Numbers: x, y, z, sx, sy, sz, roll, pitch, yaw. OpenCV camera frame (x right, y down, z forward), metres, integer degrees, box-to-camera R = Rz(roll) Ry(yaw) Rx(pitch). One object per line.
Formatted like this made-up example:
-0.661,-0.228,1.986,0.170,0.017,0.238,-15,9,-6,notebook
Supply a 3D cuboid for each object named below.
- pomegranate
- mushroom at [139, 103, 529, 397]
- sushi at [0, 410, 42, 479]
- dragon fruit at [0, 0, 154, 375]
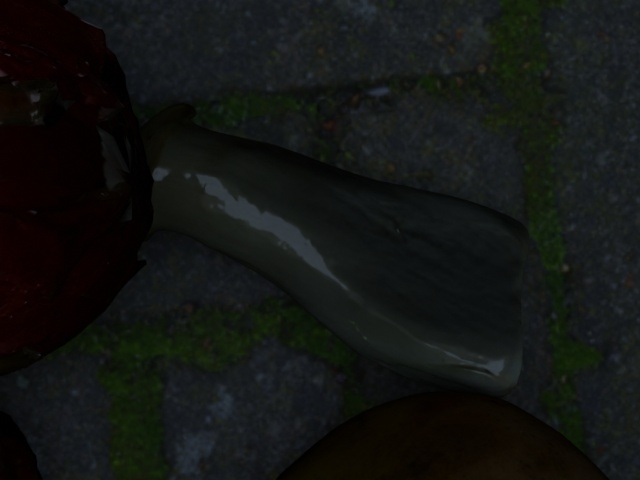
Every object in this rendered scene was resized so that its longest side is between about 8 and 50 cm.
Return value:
0.074,0.265,1.201,0.322,0.322,0.322,0,87,-5,pomegranate
0.000,0.000,1.281,0.328,0.159,0.122,21,109,0,mushroom
-0.337,0.196,1.195,0.343,0.182,0.196,5,100,-27,sushi
-0.261,-0.041,1.160,0.301,0.295,0.296,-15,89,6,dragon fruit
